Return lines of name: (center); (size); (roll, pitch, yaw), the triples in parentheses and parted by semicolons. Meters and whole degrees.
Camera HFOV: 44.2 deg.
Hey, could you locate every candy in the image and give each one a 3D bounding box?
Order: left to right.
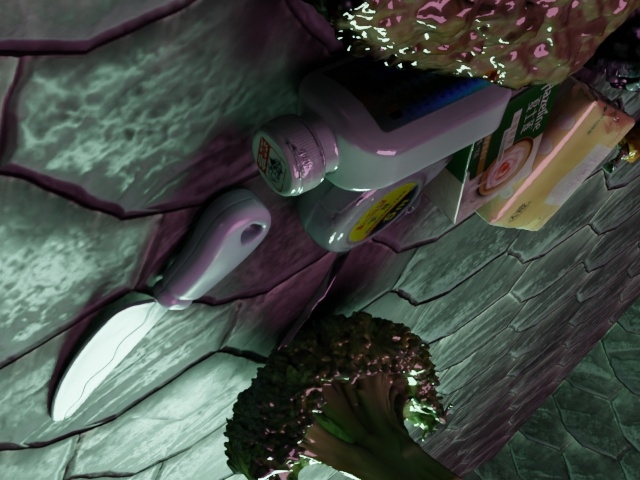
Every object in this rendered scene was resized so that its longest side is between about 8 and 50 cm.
candy: (0.560, -0.176, 1.394); (0.182, 0.046, 0.053); (-38, 151, -20)

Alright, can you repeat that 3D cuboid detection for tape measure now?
tape measure: (0.000, -0.001, 0.863); (0.164, 0.084, 0.330); (-3, 141, -53)

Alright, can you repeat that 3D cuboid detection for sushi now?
sushi: (0.127, -0.220, 0.588); (0.350, 0.170, 0.210); (-6, 138, -49)

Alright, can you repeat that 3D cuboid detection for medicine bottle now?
medicine bottle: (0.050, -0.111, 0.700); (0.229, 0.121, 0.083); (-27, 151, -27)

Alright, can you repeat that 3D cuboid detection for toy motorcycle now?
toy motorcycle: (0.478, -0.242, 1.061); (0.271, 0.159, 0.106); (-20, 125, -40)

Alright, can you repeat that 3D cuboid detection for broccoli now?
broccoli: (0.045, 0.219, 1.046); (0.375, 0.302, 0.249); (7, 87, -52)

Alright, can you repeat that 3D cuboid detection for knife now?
knife: (-0.176, 0.074, 0.775); (0.331, 0.044, 0.080); (-44, 156, 12)

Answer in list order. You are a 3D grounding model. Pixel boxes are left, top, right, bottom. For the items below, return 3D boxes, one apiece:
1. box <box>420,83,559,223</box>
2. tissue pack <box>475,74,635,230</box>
box: (0.193, -0.128, 0.925); (0.135, 0.081, 0.199); (-33, 154, -18)
tissue pack: (0.316, -0.116, 1.096); (0.186, 0.090, 0.222); (6, 127, -54)
